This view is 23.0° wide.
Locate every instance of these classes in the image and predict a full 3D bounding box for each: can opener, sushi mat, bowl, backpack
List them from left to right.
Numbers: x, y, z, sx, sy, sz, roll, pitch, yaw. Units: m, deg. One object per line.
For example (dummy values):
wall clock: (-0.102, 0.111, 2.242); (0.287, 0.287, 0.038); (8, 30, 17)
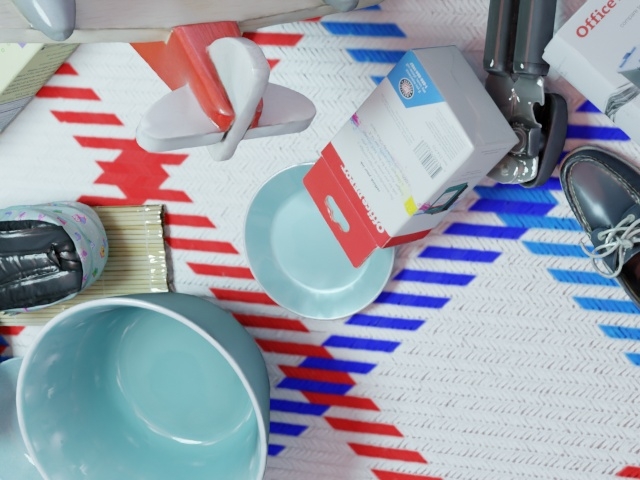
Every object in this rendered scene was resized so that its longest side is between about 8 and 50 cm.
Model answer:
backpack: (-0.349, 0.016, 1.887); (0.182, 0.115, 0.152); (-8, 111, 22)
sushi mat: (-0.330, 0.033, 1.958); (0.316, 0.019, 0.151); (-2, 103, 21)
bowl: (-0.182, 0.186, 1.852); (0.311, 0.163, 0.312); (6, 110, 17)
can opener: (0.222, -0.198, 1.673); (0.076, 0.095, 0.283); (11, 98, 40)

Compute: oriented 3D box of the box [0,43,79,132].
box: (-0.424, -0.254, 1.868); (0.213, 0.117, 0.243); (48, 113, 4)

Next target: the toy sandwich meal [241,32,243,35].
toy sandwich meal: (-0.121, -0.243, 1.803); (0.085, 0.029, 0.086); (-4, 77, 18)

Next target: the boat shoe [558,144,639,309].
boat shoe: (0.337, 0.011, 1.667); (0.095, 0.079, 0.254); (-33, 90, 25)

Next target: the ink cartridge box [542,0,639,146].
ink cartridge box: (0.343, -0.181, 1.588); (0.190, 0.082, 0.139); (43, 82, 4)

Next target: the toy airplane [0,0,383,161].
toy airplane: (-0.143, -0.266, 1.597); (0.384, 0.386, 0.272); (19, 125, 8)

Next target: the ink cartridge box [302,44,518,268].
ink cartridge box: (0.091, -0.087, 1.701); (0.231, 0.078, 0.134); (-47, 66, 41)

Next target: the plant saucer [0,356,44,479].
plant saucer: (-0.350, 0.236, 2.005); (0.195, 0.037, 0.195); (5, 106, 20)

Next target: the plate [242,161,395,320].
plate: (0.000, 0.000, 1.822); (0.188, 0.024, 0.188); (5, 104, 20)
